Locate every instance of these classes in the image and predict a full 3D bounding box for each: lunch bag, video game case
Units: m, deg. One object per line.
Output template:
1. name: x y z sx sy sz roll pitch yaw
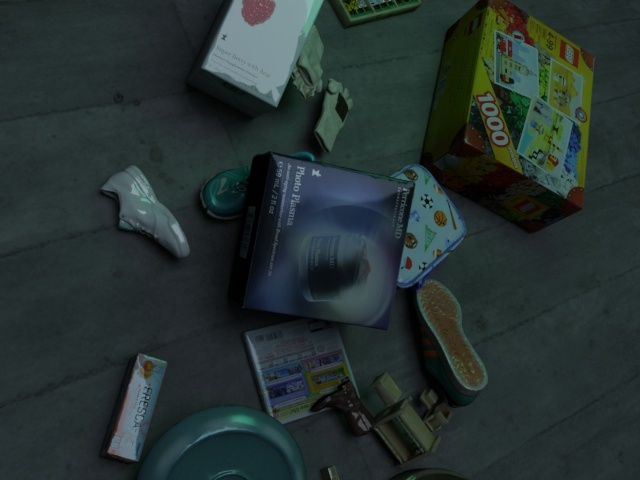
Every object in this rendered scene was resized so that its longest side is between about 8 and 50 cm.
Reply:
1. lunch bag: 0.182 -0.018 1.725 0.303 0.115 0.243 -37 93 -35
2. video game case: -0.037 0.256 1.544 0.213 0.023 0.193 -10 76 -33

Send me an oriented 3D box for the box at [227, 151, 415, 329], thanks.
1. box: 0.000 0.000 1.488 0.294 0.183 0.296 10 91 -17

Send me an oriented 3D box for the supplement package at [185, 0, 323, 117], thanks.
1. supplement package: -0.135 -0.437 1.615 0.178 0.175 0.292 25 82 -19

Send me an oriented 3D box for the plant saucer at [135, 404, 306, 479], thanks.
1. plant saucer: -0.164 0.446 1.319 0.318 0.044 0.317 -1 91 -23

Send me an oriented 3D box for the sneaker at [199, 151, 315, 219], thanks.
1. sneaker: -0.129 -0.128 1.592 0.275 0.110 0.107 -26 85 -34

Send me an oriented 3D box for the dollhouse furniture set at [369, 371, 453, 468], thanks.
1. dollhouse furniture set: 0.169 0.350 1.604 0.181 0.101 0.161 53 31 -1

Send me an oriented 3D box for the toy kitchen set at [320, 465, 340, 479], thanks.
1. toy kitchen set: 0.060 0.467 1.487 0.083 0.068 0.075 -12 77 -33

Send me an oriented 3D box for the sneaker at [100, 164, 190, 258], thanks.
1. sneaker: -0.339 -0.038 1.468 0.094 0.080 0.212 -35 83 -23

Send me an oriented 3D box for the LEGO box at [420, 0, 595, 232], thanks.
1. LEGO box: 0.494 -0.330 1.975 0.373 0.193 0.499 25 61 -19

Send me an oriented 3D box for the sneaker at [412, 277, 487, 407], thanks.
1. sneaker: 0.262 0.228 1.685 0.108 0.121 0.302 0 50 -22

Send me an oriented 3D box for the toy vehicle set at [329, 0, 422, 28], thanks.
1. toy vehicle set: 0.129 -0.657 1.993 0.267 0.035 0.165 -25 85 -34

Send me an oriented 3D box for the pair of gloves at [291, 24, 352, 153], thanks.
1. pair of gloves: 0.005 -0.344 1.718 0.240 0.042 0.204 64 31 -34

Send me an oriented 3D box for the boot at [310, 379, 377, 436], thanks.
1. boot: 0.049 0.351 1.515 0.106 0.037 0.114 -30 93 -20

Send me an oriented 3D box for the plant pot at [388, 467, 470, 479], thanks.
1. plant pot: 0.277 0.588 1.436 0.323 0.280 0.323 10 67 -25

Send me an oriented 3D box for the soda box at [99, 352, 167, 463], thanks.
1. soda box: -0.327 0.295 1.338 0.058 0.063 0.183 24 62 -20
